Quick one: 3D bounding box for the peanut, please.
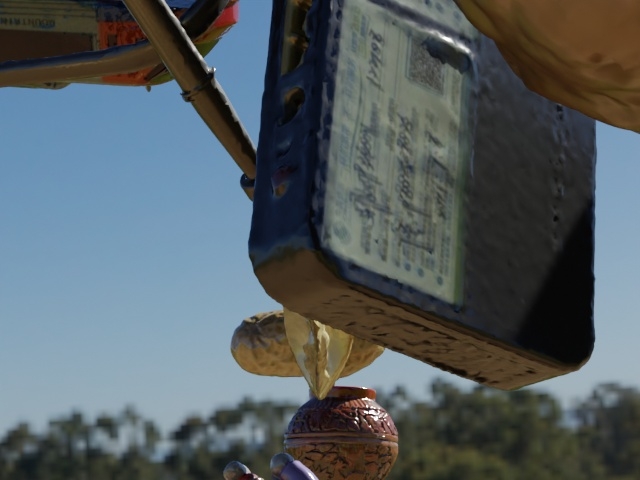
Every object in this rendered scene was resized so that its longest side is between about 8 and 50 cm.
[{"bbox_3d":[-0.009,0.075,1.381,0.113,0.054,0.054,0,-7,-2],"label":"peanut"}]

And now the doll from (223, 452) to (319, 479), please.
[{"bbox_3d":[0.014,0.224,1.286,0.227,0.102,0.075,32,-5,32],"label":"doll"}]

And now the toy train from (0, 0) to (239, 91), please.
[{"bbox_3d":[-0.259,-0.166,1.535,0.409,0.089,0.086,6,16,22],"label":"toy train"}]

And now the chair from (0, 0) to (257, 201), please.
[{"bbox_3d":[-0.202,-0.284,1.224,0.362,0.364,0.410,-2,-41,34],"label":"chair"}]

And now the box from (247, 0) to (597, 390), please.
[{"bbox_3d":[0.067,-0.105,1.071,0.211,0.350,0.058,22,-29,-33],"label":"box"}]

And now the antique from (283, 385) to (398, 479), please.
[{"bbox_3d":[0.018,0.176,1.644,0.104,0.104,0.104,-4,-7,0],"label":"antique"}]

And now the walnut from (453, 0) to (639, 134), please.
[{"bbox_3d":[0.166,-0.155,0.719,0.227,0.273,0.273,40,-1,9],"label":"walnut"}]

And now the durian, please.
[{"bbox_3d":[-0.010,0.048,1.276,0.052,0.130,0.066,8,37,20],"label":"durian"}]
